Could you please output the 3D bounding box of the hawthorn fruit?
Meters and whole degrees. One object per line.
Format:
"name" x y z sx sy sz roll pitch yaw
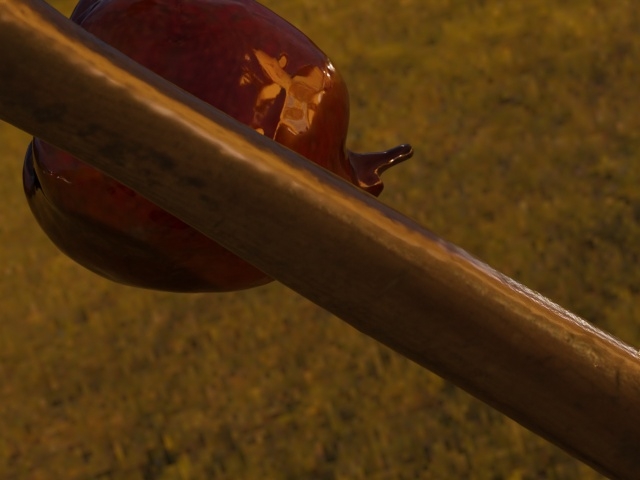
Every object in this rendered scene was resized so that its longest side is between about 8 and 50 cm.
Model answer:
"hawthorn fruit" -0.063 -0.065 1.225 0.248 0.208 0.208 12 16 -5

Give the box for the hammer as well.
"hammer" 0.000 0.000 0.616 0.168 0.440 0.044 -49 31 17
